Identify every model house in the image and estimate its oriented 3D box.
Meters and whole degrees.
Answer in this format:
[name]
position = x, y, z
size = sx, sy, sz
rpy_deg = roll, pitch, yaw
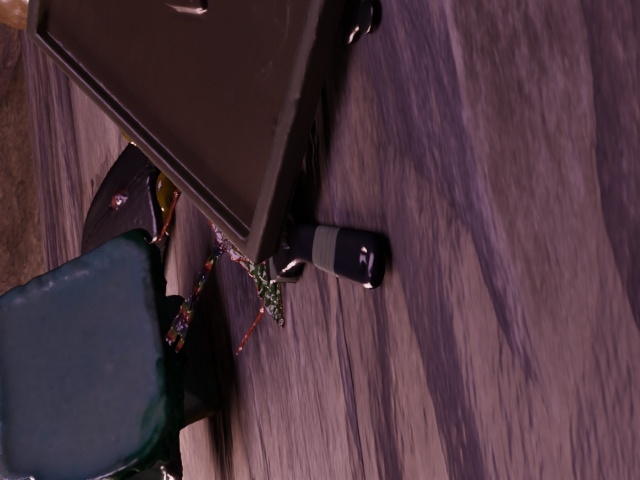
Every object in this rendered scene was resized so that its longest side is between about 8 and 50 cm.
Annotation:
[model house]
position = -0.194, 0.176, 1.943
size = 0.249, 0.230, 0.280
rpy_deg = 37, -145, -50

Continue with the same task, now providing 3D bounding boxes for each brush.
[brush]
position = 0.028, -0.152, 1.278
size = 0.083, 0.008, 0.024
rpy_deg = 140, 123, -73

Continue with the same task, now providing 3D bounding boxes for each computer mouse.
[computer mouse]
position = -0.244, -0.008, 2.214
size = 0.295, 0.087, 0.168
rpy_deg = 111, 154, -55

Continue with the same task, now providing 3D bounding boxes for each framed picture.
[framed picture]
position = -0.107, -0.229, 1.389
size = 0.326, 0.028, 0.446
rpy_deg = 44, 143, 23

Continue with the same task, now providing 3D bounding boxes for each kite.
[kite]
position = -0.099, 0.016, 1.630
size = 0.198, 0.006, 0.244
rpy_deg = 50, 134, 17

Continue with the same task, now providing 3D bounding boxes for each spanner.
[spanner]
position = 0.000, 0.000, 1.411
size = 0.316, 0.024, 0.087
rpy_deg = -168, 80, -75

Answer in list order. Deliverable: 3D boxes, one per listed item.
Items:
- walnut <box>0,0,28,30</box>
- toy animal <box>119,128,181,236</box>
[walnut]
position = -0.319, -0.378, 2.018
size = 0.333, 0.333, 0.333
rpy_deg = 175, 90, -76
[toy animal]
position = -0.109, -0.081, 1.674
size = 0.219, 0.095, 0.155
rpy_deg = 27, 125, 37
